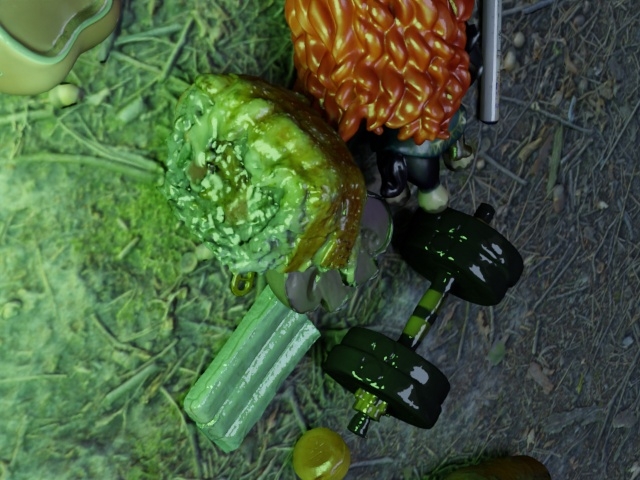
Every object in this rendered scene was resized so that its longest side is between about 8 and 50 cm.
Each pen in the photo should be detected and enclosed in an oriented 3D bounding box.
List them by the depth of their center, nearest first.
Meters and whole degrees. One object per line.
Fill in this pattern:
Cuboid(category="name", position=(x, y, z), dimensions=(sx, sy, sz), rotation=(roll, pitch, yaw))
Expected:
Cuboid(category="pen", position=(0.258, -0.309, 1.460), dimensions=(0.033, 0.033, 0.269), rotation=(-19, 116, -38))

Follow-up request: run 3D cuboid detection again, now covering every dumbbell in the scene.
Cuboid(category="dumbbell", position=(0.148, 0.108, 1.386), dimensions=(0.185, 0.185, 0.388), rotation=(44, 72, -42))

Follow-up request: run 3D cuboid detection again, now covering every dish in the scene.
Cuboid(category="dish", position=(-0.278, -0.240, 0.934), dimensions=(0.213, 0.090, 0.213), rotation=(-16, 115, -39))

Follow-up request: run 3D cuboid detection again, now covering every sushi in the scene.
Cuboid(category="sushi", position=(-0.062, -0.062, 1.087), dimensions=(0.184, 0.274, 0.139), rotation=(-53, 156, 24))

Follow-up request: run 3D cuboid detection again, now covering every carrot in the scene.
Cuboid(category="carrot", position=(0.283, 0.449, 1.667), dimensions=(0.301, 0.138, 0.139), rotation=(-3, 106, -53))

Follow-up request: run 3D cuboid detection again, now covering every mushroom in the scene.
Cuboid(category="mushroom", position=(0.000, 0.000, 1.248), dimensions=(0.188, 0.117, 0.141), rotation=(-37, 141, -17))

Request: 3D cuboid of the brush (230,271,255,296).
Cuboid(category="brush", position=(-0.079, -0.032, 1.248), dimensions=(0.082, 0.010, 0.218), rotation=(8, 99, -45))

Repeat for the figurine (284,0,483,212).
Cuboid(category="figurine", position=(0.109, -0.219, 1.234), dimensions=(0.306, 0.241, 0.412), rotation=(-60, 145, -5))

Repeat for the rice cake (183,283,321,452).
Cuboid(category="rice cake", position=(-0.091, 0.170, 1.281), dimensions=(0.211, 0.038, 0.124), rotation=(-50, 131, -20))

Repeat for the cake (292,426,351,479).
Cuboid(category="cake", position=(0.001, 0.312, 1.385), dimensions=(0.084, 0.084, 0.044), rotation=(-55, 139, -16))
